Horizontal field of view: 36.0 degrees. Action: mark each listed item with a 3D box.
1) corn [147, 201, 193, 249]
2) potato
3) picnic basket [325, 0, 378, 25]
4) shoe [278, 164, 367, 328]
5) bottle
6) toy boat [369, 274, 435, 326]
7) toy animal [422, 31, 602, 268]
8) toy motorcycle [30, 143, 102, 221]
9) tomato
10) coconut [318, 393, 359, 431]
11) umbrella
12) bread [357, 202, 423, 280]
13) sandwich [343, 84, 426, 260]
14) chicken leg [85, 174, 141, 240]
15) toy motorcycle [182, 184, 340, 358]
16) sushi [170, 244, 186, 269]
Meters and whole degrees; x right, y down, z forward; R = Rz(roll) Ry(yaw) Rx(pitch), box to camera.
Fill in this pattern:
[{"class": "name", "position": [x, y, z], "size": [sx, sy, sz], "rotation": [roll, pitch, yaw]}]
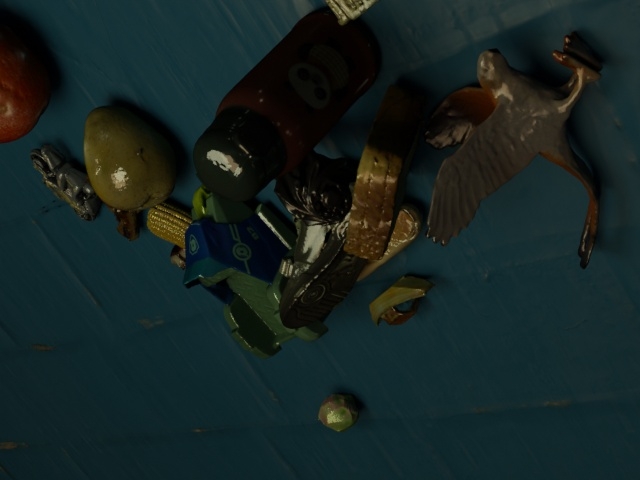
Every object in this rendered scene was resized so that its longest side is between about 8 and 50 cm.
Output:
[{"class": "corn", "position": [-0.250, -0.014, 1.861], "size": [0.165, 0.063, 0.085], "rotation": [30, 130, 7]}, {"class": "potato", "position": [-0.344, -0.151, 1.753], "size": [0.157, 0.157, 0.194], "rotation": [-33, 82, 48]}, {"class": "picnic basket", "position": [0.028, -0.397, 1.249], "size": [0.196, 0.134, 0.154], "rotation": [48, 140, -12]}, {"class": "shoe", "position": [-0.002, -0.001, 1.611], "size": [0.149, 0.109, 0.293], "rotation": [52, 121, 30]}, {"class": "bottle", "position": [-0.049, -0.179, 1.350], "size": [0.144, 0.336, 0.144], "rotation": [20, 138, 19]}, {"class": "toy boat", "position": [0.138, 0.104, 1.688], "size": [0.066, 0.065, 0.172], "rotation": [51, 145, 5]}, {"class": "toy animal", "position": [0.303, -0.118, 1.318], "size": [0.284, 0.225, 0.302], "rotation": [20, 128, -8]}, {"class": "toy motorcycle", "position": [-0.492, -0.111, 1.947], "size": [0.124, 0.061, 0.193], "rotation": [-3, 132, 45]}, {"class": "tomato", "position": [-0.595, -0.292, 1.758], "size": [0.232, 0.188, 0.232], "rotation": [26, 142, 22]}, {"class": "coconut", "position": [0.039, 0.344, 1.978], "size": [0.083, 0.081, 0.082], "rotation": [41, 177, -25]}, {"class": "umbrella", "position": [-0.051, -0.121, 1.492], "size": [0.340, 0.118, 0.118], "rotation": [44, 157, 53]}, {"class": "bread", "position": [0.099, -0.001, 1.627], "size": [0.073, 0.053, 0.214], "rotation": [48, 136, 0]}, {"class": "sandwich", "position": [0.094, -0.100, 1.408], "size": [0.065, 0.214, 0.186], "rotation": [14, 136, 7]}, {"class": "chicken leg", "position": [-0.378, -0.079, 1.894], "size": [0.125, 0.080, 0.196], "rotation": [15, 143, 39]}, {"class": "toy motorcycle", "position": [-0.132, 0.057, 1.741], "size": [0.326, 0.200, 0.191], "rotation": [47, 140, -14]}, {"class": "sushi", "position": [-0.271, 0.027, 1.929], "size": [0.046, 0.044, 0.083], "rotation": [41, 138, -5]}]
